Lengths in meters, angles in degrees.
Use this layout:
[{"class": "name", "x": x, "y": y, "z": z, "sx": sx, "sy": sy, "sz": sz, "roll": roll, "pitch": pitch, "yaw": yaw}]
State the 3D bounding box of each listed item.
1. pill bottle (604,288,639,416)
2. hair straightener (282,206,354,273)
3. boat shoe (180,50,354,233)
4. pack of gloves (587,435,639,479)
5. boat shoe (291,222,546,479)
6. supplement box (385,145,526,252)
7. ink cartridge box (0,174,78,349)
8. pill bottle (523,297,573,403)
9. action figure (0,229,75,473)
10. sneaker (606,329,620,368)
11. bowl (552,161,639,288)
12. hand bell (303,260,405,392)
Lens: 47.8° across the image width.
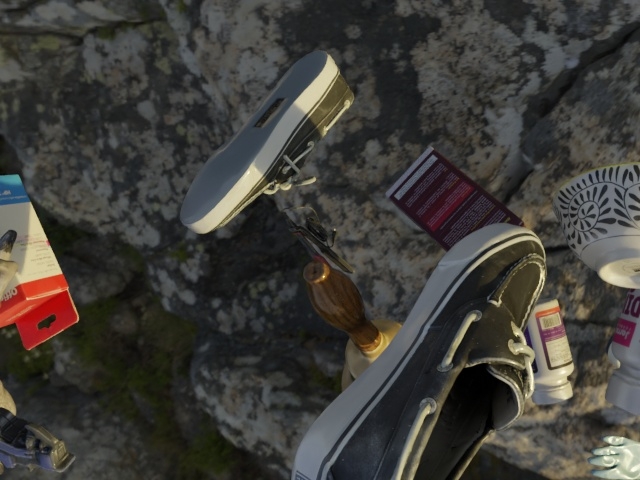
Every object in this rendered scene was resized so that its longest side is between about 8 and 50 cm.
[{"class": "pill bottle", "x": 0.529, "y": 0.124, "z": 1.066, "sx": 0.160, "sy": 0.160, "sz": 0.283, "roll": 17, "pitch": 91, "yaw": 22}, {"class": "hair straightener", "x": 0.000, "y": 0.000, "z": 1.706, "sx": 0.230, "sy": 0.089, "sz": 0.047, "roll": 47, "pitch": 159, "yaw": -11}, {"class": "boat shoe", "x": -0.064, "y": -0.116, "z": 0.986, "sx": 0.113, "sy": 0.306, "sz": 0.105, "roll": 11, "pitch": 150, "yaw": 49}, {"class": "pack of gloves", "x": 0.571, "y": 0.445, "z": 1.265, "sx": 0.232, "sy": 0.046, "sz": 0.195, "roll": 6, "pitch": 88, "yaw": -15}, {"class": "boat shoe", "x": 0.108, "y": 0.096, "z": 0.532, "sx": 0.102, "sy": 0.301, "sz": 0.108, "roll": 11, "pitch": 131, "yaw": 43}, {"class": "supplement box", "x": 0.250, "y": -0.051, "z": 1.339, "sx": 0.130, "sy": 0.073, "sz": 0.239, "roll": -46, "pitch": 59, "yaw": 5}, {"class": "ink cartridge box", "x": -0.451, "y": 0.039, "z": 1.024, "sx": 0.134, "sy": 0.078, "sz": 0.231, "roll": -28, "pitch": 84, "yaw": 28}, {"class": "pill bottle", "x": 0.438, "y": 0.219, "z": 1.432, "sx": 0.108, "sy": 0.108, "sz": 0.194, "roll": -15, "pitch": 86, "yaw": 31}, {"class": "action figure", "x": -0.419, "y": 0.166, "z": 0.901, "sx": 0.341, "sy": 0.178, "sz": 0.330, "roll": 12, "pitch": 105, "yaw": 15}, {"class": "sneaker", "x": 0.604, "y": 0.076, "z": 1.278, "sx": 0.148, "sy": 0.350, "sz": 0.131, "roll": 38, "pitch": 168, "yaw": 51}, {"class": "bowl", "x": 0.321, "y": -0.002, "z": 0.730, "sx": 0.170, "sy": 0.170, "sz": 0.080, "roll": -3, "pitch": 62, "yaw": 28}, {"class": "hand bell", "x": 0.040, "y": 0.083, "z": 0.650, "sx": 0.126, "sy": 0.126, "sz": 0.242, "roll": 6, "pitch": 152, "yaw": 26}]
